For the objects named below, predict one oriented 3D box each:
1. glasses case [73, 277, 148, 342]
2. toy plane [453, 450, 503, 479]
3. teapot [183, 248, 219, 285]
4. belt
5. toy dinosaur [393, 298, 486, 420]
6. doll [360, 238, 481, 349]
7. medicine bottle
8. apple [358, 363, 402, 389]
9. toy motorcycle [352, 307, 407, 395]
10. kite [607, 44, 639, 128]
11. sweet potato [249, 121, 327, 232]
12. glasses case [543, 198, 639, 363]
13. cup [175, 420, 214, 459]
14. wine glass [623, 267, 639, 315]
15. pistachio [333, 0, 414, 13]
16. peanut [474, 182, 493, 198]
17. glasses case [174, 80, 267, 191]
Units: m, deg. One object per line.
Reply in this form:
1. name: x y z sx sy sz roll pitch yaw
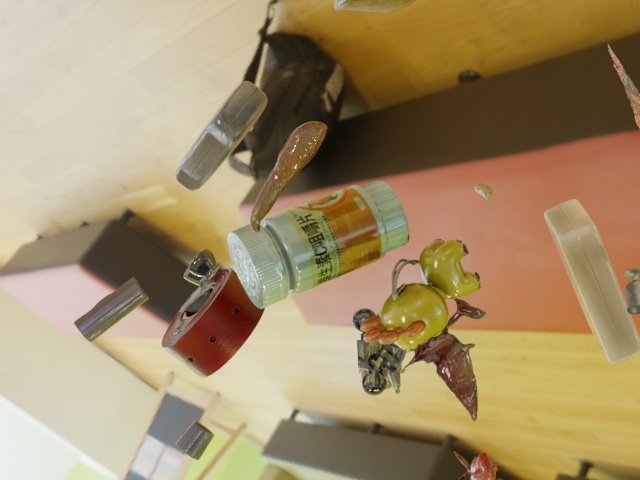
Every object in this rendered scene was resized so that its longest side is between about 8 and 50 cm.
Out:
1. glasses case: -0.539 0.178 1.984 0.072 0.191 0.042 48 170 24
2. toy plane: 0.322 0.520 1.561 0.126 0.194 0.077 9 -175 -33
3. teapot: -0.277 0.066 1.802 0.057 0.088 0.066 41 164 5
4. belt: -0.231 0.173 1.671 0.115 0.227 0.324 44 173 -12
5. toy dinosaur: 0.245 0.205 1.590 0.113 0.206 0.327 42 170 -28
6. doll: 0.164 0.101 1.276 0.143 0.221 0.135 4 127 59
7. medicine bottle: 0.000 0.000 1.458 0.158 0.318 0.158 51 154 38
8. apple: 0.169 0.360 2.152 0.102 0.126 0.126 31 154 -3
9. toy motorcycle: 0.138 0.235 1.656 0.124 0.193 0.061 -9 162 4
10. kite: 0.647 -0.301 1.587 0.008 0.125 0.222 -25 105 11
11. sweet potato: -0.060 -0.107 1.245 0.050 0.214 0.050 31 -160 -13
12. glasses case: 0.557 0.086 1.568 0.076 0.144 0.336 -24 112 13
13. cup: -0.340 0.531 2.070 0.078 0.077 0.100 43 169 -37
14. wine glass: 0.573 0.095 1.403 0.039 0.083 0.042 29 147 -32
15. pistachio: 0.098 -0.448 1.246 0.162 0.213 0.260 53 180 -8
16. peanut: 0.473 -0.144 2.220 0.037 0.037 0.083 47 -173 -27
17. glasses case: -0.210 -0.209 1.586 0.074 0.131 0.323 38 151 -10
